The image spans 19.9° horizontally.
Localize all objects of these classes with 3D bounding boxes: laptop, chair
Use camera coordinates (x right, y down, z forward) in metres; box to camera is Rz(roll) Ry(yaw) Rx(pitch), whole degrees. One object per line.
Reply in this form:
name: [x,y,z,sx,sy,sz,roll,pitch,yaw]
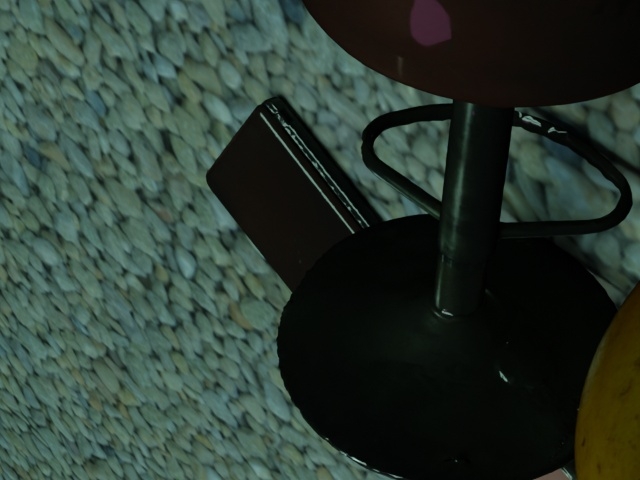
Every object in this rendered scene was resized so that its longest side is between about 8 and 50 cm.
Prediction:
laptop: [0.000,0.000,1.399,0.207,0.026,0.154,52,152,4]
chair: [0.089,-0.064,1.003,0.226,0.226,0.401,36,147,27]

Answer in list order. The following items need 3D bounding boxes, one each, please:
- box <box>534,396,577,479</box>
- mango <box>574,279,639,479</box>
box: [0.180,0.147,1.190,0.151,0.135,0.151,36,144,32]
mango: [0.221,0.093,0.947,0.187,0.257,0.138,45,149,13]
